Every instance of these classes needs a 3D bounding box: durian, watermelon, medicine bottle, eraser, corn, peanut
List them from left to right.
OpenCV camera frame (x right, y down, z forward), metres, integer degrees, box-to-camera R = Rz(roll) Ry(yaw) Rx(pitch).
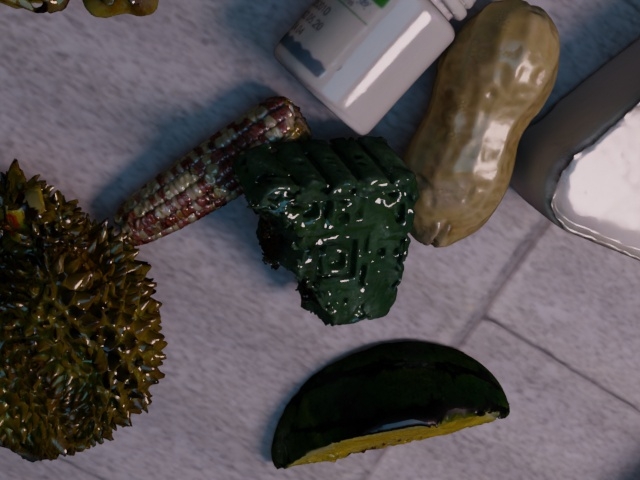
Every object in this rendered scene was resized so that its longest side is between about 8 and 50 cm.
[{"bbox_3d":[-0.290,0.076,1.248,0.258,0.258,0.293,-36,107,2],"label":"durian"},{"bbox_3d":[-0.118,-0.073,1.311,0.237,0.079,0.079,-31,110,3],"label":"corn"},{"bbox_3d":[0.073,-0.238,1.258,0.139,0.139,0.237,39,98,-19],"label":"medicine bottle"},{"bbox_3d":[0.087,0.200,1.437,0.301,0.123,0.129,-10,141,-8],"label":"watermelon"},{"bbox_3d":[0.166,-0.125,1.318,0.130,0.130,0.290,17,109,-15],"label":"peanut"},{"bbox_3d":[0.372,-0.091,1.356,0.331,0.150,0.331,-4,108,-12],"label":"eraser"}]

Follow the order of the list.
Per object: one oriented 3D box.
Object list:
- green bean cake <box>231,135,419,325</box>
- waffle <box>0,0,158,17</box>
[{"bbox_3d":[0.000,0.000,1.298,0.193,0.107,0.208,-11,127,-29],"label":"green bean cake"},{"bbox_3d":[-0.248,-0.409,1.171,0.380,0.095,0.382,-2,105,-11],"label":"waffle"}]
